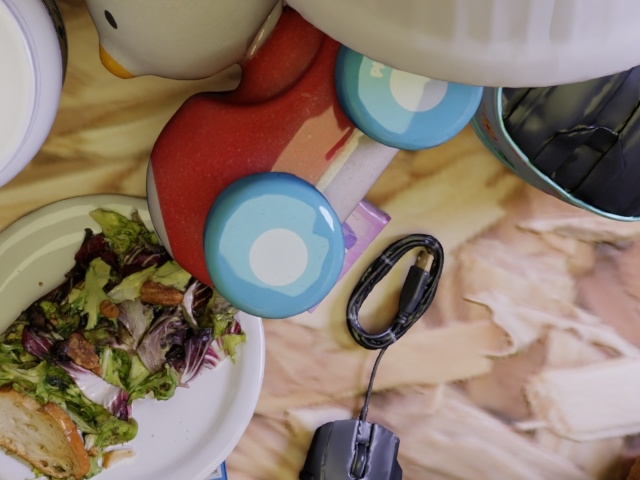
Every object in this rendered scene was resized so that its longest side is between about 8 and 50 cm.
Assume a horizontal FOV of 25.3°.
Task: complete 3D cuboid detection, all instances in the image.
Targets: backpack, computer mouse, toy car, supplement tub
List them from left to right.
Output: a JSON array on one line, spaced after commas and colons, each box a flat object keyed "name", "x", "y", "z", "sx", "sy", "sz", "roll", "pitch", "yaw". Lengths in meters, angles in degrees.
[{"name": "supplement tub", "x": -0.211, "y": -0.096, "z": 0.773, "sx": 0.144, "sy": 0.200, "sz": 0.144, "roll": -2, "pitch": 103, "yaw": -8}, {"name": "toy car", "x": -0.065, "y": -0.108, "z": 0.784, "sx": 0.238, "sy": 0.219, "sz": 0.210, "roll": 38, "pitch": 95, "yaw": -13}, {"name": "computer mouse", "x": 0.035, "y": 0.112, "z": 0.941, "sx": 0.071, "sy": 0.041, "sz": 0.242, "roll": 12, "pitch": 100, "yaw": -10}, {"name": "backpack", "x": 0.177, "y": -0.110, "z": 0.856, "sx": 0.166, "sy": 0.144, "sz": 0.188, "roll": 32, "pitch": 86, "yaw": -18}]

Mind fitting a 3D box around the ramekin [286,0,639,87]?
[{"name": "ramekin", "x": 0.090, "y": -0.222, "z": 0.668, "sx": 0.277, "sy": 0.135, "sz": 0.277, "roll": -1, "pitch": 62, "yaw": 1}]

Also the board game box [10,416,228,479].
[{"name": "board game box", "x": -0.159, "y": 0.201, "z": 0.927, "sx": 0.210, "sy": 0.047, "sz": 0.160, "roll": -8, "pitch": 104, "yaw": -7}]

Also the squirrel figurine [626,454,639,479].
[{"name": "squirrel figurine", "x": 0.220, "y": 0.303, "z": 0.841, "sx": 0.397, "sy": 0.370, "sz": 0.281, "roll": -42, "pitch": 105, "yaw": 2}]

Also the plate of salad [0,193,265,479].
[{"name": "plate of salad", "x": -0.133, "y": 0.068, "z": 0.877, "sx": 0.199, "sy": 0.048, "sz": 0.200, "roll": 1, "pitch": 80, "yaw": -5}]

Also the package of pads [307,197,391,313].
[{"name": "package of pads", "x": 0.000, "y": 0.000, "z": 0.914, "sx": 0.050, "sy": 0.032, "sz": 0.083, "roll": 40, "pitch": 94, "yaw": -12}]
